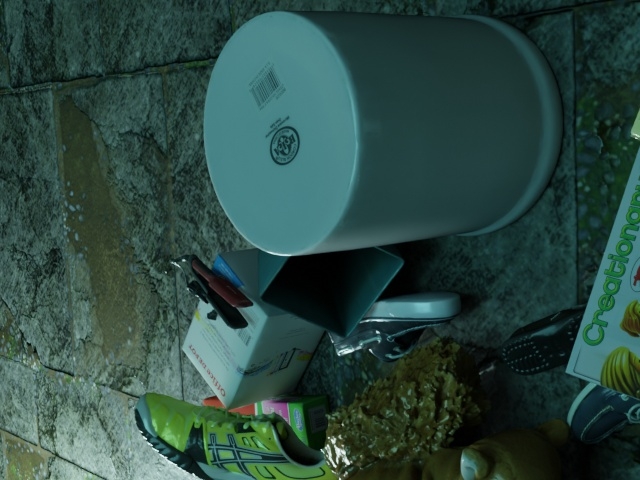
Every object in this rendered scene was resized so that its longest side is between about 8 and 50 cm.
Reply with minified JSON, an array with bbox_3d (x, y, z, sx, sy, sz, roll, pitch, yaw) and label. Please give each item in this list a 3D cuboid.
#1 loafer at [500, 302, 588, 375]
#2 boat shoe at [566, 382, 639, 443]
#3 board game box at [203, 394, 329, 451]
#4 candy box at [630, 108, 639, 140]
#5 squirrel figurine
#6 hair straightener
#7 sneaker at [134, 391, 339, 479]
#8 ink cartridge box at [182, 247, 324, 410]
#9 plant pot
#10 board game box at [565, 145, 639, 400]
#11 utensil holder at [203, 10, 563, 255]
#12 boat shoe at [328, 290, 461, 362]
[{"bbox_3d":[0.347,0.116,1.267,0.220,0.078,0.080,-17,108,32],"label":"loafer"},{"bbox_3d":[0.414,0.187,1.197,0.254,0.095,0.079,-51,48,29],"label":"boat shoe"},{"bbox_3d":[-0.095,0.418,1.816,0.316,0.064,0.242,-10,89,48],"label":"board game box"},{"bbox_3d":[0.462,-0.246,1.000,0.087,0.183,0.317,34,121,38],"label":"candy box"},{"bbox_3d":[0.169,0.330,1.334,0.370,0.281,0.397,-56,48,48],"label":"squirrel figurine"},{"bbox_3d":[-0.198,0.096,1.636,0.230,0.047,0.089,33,118,41],"label":"hair straightener"},{"bbox_3d":[-0.136,0.347,1.639,0.384,0.145,0.147,26,104,1],"label":"sneaker"},{"bbox_3d":[-0.113,0.155,1.714,0.171,0.168,0.233,48,129,32],"label":"ink cartridge box"},{"bbox_3d":[0.000,0.000,1.521,0.166,0.165,0.234,-54,25,22],"label":"plant pot"},{"bbox_3d":[0.427,0.045,1.113,0.193,0.053,0.305,17,89,45],"label":"board game box"},{"bbox_3d":[0.083,-0.147,1.286,0.327,0.385,0.328,11,105,46],"label":"utensil holder"},{"bbox_3d":[0.114,0.143,1.509,0.301,0.108,0.102,-14,86,51],"label":"boat shoe"}]
